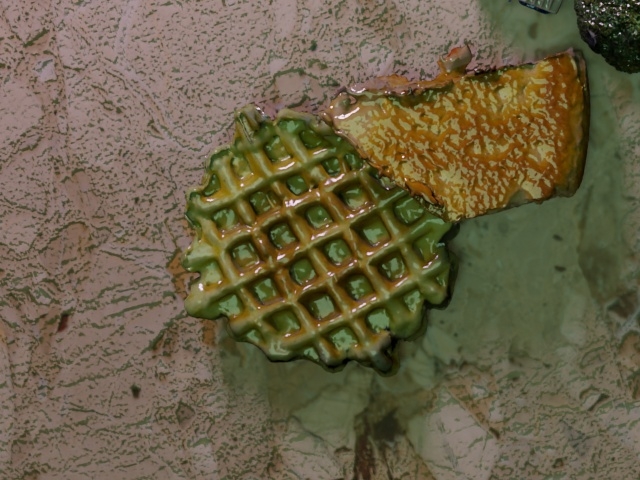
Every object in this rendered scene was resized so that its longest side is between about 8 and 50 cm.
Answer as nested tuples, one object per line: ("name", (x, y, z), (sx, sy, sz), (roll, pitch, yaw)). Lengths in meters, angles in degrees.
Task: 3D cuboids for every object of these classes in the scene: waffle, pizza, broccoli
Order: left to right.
("waffle", (0.000, 0.000, 1.983), (0.317, 0.073, 0.297), (15, 102, 4))
("pizza", (0.147, -0.114, 1.905), (0.296, 0.071, 0.189), (-7, 91, -7))
("broccoli", (0.338, -0.238, 1.854), (0.138, 0.146, 0.162), (-33, 73, -18))

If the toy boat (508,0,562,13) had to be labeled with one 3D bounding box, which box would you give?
("toy boat", (0.241, -0.391, 1.858), (0.129, 0.088, 0.295), (22, 104, 5))
